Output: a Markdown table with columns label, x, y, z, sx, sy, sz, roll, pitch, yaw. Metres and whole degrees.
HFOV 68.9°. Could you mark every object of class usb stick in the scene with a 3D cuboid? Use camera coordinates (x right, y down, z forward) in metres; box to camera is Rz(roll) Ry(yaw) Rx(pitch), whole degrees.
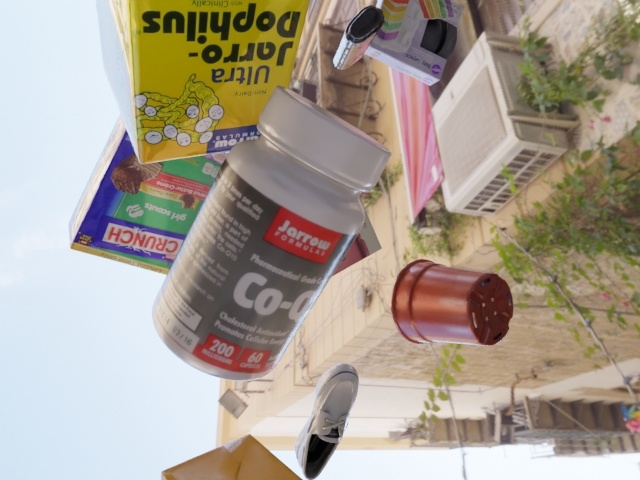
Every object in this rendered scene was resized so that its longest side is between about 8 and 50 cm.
| label | x | y | z | sx | sy | sz | roll | pitch | yaw |
| --- | --- | --- | --- | --- | --- | --- | --- | --- | --- |
| usb stick | 0.067 | -0.380 | 0.892 | 0.077 | 0.278 | 0.045 | -37 | -79 | 5 |

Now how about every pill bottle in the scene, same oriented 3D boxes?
| label | x | y | z | sx | sy | sz | roll | pitch | yaw |
| --- | --- | --- | --- | --- | --- | --- | --- | --- | --- |
| pill bottle | -0.053 | -0.006 | 0.507 | 0.161 | 0.283 | 0.161 | 28 | -164 | -9 |

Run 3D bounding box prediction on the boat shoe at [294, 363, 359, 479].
| label | x | y | z | sx | sy | sz | roll | pitch | yaw |
| --- | --- | --- | --- | --- | --- | --- | --- | --- | --- |
| boat shoe | 0.016 | 0.393 | 1.001 | 0.096 | 0.268 | 0.088 | 22 | -165 | -20 |

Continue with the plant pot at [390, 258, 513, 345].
| label | x | y | z | sx | sy | sz | roll | pitch | yaw |
| --- | --- | --- | --- | --- | --- | --- | --- | --- | --- |
| plant pot | 0.397 | 0.192 | 1.381 | 0.272 | 0.265 | 0.273 | 1 | -92 | -33 |

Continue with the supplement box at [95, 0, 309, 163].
| label | x | y | z | sx | sy | sz | roll | pitch | yaw |
| --- | --- | --- | --- | --- | --- | --- | --- | --- | --- |
| supplement box | -0.142 | -0.291 | 0.533 | 0.194 | 0.357 | 0.195 | -14 | -121 | -27 |

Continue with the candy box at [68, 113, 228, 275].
| label | x | y | z | sx | sy | sz | roll | pitch | yaw |
| --- | --- | --- | --- | --- | --- | --- | --- | --- | --- |
| candy box | -0.380 | -0.093 | 1.066 | 0.268 | 0.317 | 0.122 | 20 | -157 | -36 |

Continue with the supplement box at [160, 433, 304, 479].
| label | x | y | z | sx | sy | sz | roll | pitch | yaw |
| --- | --- | --- | --- | --- | --- | --- | --- | --- | --- |
| supplement box | -0.088 | 0.379 | 0.546 | 0.129 | 0.191 | 0.194 | -6 | -75 | -43 |

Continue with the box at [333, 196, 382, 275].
| label | x | y | z | sx | sy | sz | roll | pitch | yaw |
| --- | --- | --- | --- | --- | --- | --- | --- | --- | --- |
| box | 0.000 | 0.000 | 1.095 | 0.232 | 0.127 | 0.149 | -29 | -72 | -9 |

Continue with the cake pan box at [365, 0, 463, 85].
| label | x | y | z | sx | sy | sz | roll | pitch | yaw |
| --- | --- | --- | --- | --- | --- | --- | --- | --- | --- |
| cake pan box | 0.284 | -0.636 | 1.412 | 0.266 | 0.070 | 0.246 | 20 | -90 | -17 |
